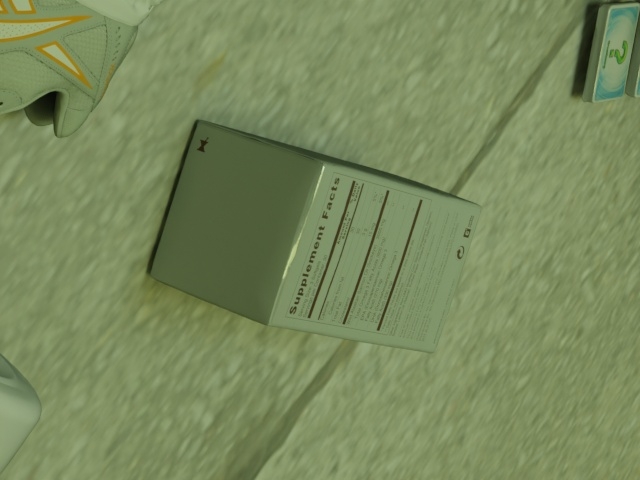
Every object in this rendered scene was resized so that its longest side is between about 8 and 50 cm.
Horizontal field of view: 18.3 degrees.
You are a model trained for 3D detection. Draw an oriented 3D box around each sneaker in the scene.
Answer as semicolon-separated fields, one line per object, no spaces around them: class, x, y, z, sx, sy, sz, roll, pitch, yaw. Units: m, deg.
sneaker;-0.184;-0.112;0.981;0.262;0.099;0.121;14;100;-51

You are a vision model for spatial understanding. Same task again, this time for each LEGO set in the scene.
LEGO set;0.285;-0.226;1.530;0.182;0.060;0.244;-11;115;-52

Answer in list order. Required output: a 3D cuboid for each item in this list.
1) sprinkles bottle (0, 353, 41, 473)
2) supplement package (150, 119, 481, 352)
sprinkles bottle;-0.275;0.180;0.890;0.355;0.121;0.121;-53;142;1
supplement package;0.000;0.000;1.245;0.179;0.105;0.105;13;96;-52
